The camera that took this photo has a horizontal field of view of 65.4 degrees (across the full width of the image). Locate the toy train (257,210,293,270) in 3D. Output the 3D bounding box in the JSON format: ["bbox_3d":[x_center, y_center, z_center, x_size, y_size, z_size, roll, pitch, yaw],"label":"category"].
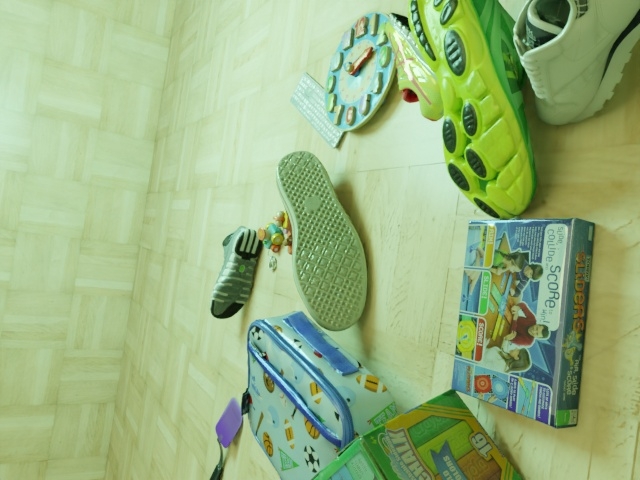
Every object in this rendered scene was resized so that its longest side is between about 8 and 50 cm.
[{"bbox_3d":[-0.088,-0.003,1.043,0.166,0.046,0.125,-32,56,52],"label":"toy train"}]

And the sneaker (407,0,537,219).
[{"bbox_3d":[0.194,-0.171,0.557,0.109,0.123,0.295,-17,87,65],"label":"sneaker"}]

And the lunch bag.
[{"bbox_3d":[-0.020,0.248,0.751,0.303,0.115,0.243,30,123,50],"label":"lunch bag"}]

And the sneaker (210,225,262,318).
[{"bbox_3d":[-0.213,0.070,1.211,0.228,0.086,0.132,-66,28,5],"label":"sneaker"}]

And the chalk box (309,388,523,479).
[{"bbox_3d":[0.081,0.264,0.505,0.132,0.213,0.132,54,129,26],"label":"chalk box"}]

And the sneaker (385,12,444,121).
[{"bbox_3d":[0.134,-0.248,0.706,0.208,0.081,0.094,-108,33,-41],"label":"sneaker"}]

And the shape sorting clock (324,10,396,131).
[{"bbox_3d":[0.063,-0.291,0.862,0.206,0.040,0.206,-29,54,51],"label":"shape sorting clock"}]

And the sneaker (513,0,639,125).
[{"bbox_3d":[0.214,-0.174,0.441,0.235,0.095,0.090,59,-164,-69],"label":"sneaker"}]

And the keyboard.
[{"bbox_3d":[-0.005,-0.268,1.005,0.072,0.014,0.256,-65,35,25],"label":"keyboard"}]

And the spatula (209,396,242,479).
[{"bbox_3d":[-0.240,0.518,1.176,0.084,0.030,0.296,35,112,54],"label":"spatula"}]

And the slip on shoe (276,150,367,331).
[{"bbox_3d":[0.000,0.000,0.856,0.101,0.123,0.331,80,173,-63],"label":"slip on shoe"}]

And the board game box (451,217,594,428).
[{"bbox_3d":[0.211,0.078,0.535,0.136,0.035,0.201,3,85,59],"label":"board game box"}]
